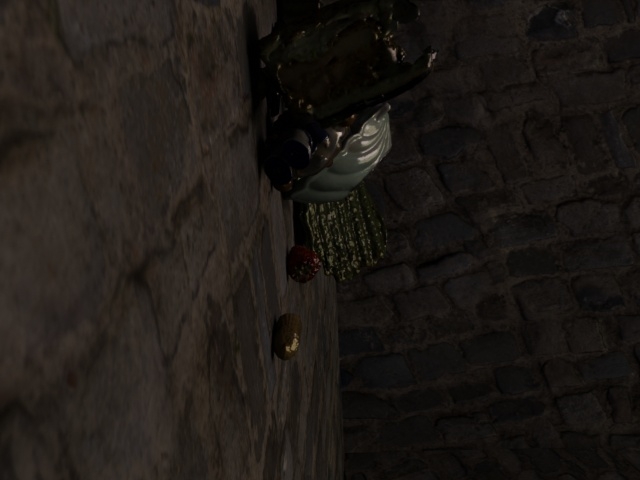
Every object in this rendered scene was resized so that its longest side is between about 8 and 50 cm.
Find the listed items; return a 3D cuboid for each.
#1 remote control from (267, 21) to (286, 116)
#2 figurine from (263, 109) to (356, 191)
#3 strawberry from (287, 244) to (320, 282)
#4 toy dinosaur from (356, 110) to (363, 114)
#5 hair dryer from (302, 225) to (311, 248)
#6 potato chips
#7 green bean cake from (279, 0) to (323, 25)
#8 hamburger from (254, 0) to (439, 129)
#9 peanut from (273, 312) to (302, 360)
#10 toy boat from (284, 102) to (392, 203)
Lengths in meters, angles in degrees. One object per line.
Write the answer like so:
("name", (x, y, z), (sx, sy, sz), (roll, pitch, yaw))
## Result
("remote control", (-0.083, -0.331, 1.513), (0.063, 0.025, 0.245), (90, 1, -47))
("figurine", (-0.042, -0.163, 1.396), (0.194, 0.133, 0.274), (-43, -175, 42))
("strawberry", (-0.038, 0.045, 1.671), (0.083, 0.073, 0.073), (-112, -167, -50))
("toy dinosaur", (0.009, -0.329, 1.739), (0.188, 0.247, 0.075), (-40, 145, -61))
("hair dryer", (0.000, 0.000, 2.192), (0.357, 0.107, 0.173), (94, -1, -60))
("potato chips", (0.038, -0.109, 1.988), (0.358, 0.070, 0.430), (-1, 76, -58))
("green bean cake", (-0.040, -0.491, 1.737), (0.181, 0.094, 0.173), (-53, 141, -86))
("hamburger", (0.027, -0.295, 1.291), (0.192, 0.287, 0.168), (-119, -175, -70))
("peanut", (-0.057, 0.168, 1.391), (0.113, 0.053, 0.054), (-80, 167, -63))
("toy boat", (0.052, -0.165, 1.668), (0.100, 0.290, 0.199), (43, -4, -9))
